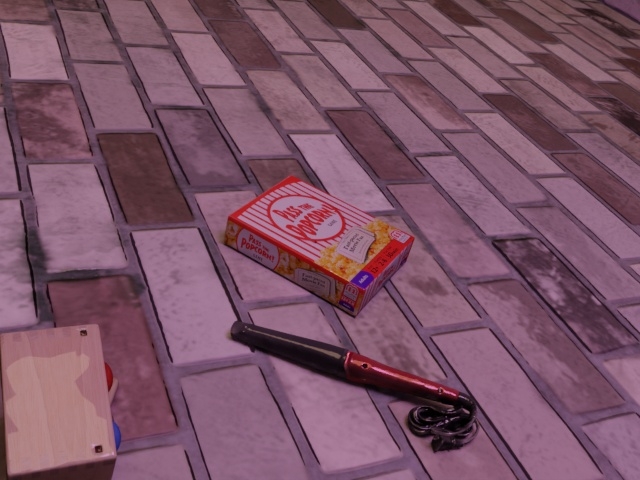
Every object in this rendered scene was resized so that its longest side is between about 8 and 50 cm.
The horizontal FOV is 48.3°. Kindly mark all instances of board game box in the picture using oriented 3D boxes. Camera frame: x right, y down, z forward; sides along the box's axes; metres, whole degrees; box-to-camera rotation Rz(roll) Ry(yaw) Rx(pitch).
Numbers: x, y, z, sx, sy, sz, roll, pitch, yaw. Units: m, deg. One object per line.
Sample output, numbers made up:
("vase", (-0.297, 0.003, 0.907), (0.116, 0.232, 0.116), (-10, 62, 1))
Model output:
("board game box", (0.000, 0.000, 0.896), (0.193, 0.045, 0.147), (27, 36, 17))

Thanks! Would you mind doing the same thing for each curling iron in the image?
("curling iron", (0.033, 0.137, 0.728), (0.274, 0.035, 0.068), (23, 35, 11))

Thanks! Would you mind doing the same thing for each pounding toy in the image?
("pounding toy", (-0.198, 0.142, 0.568), (0.100, 0.141, 0.130), (-3, 53, -24))
